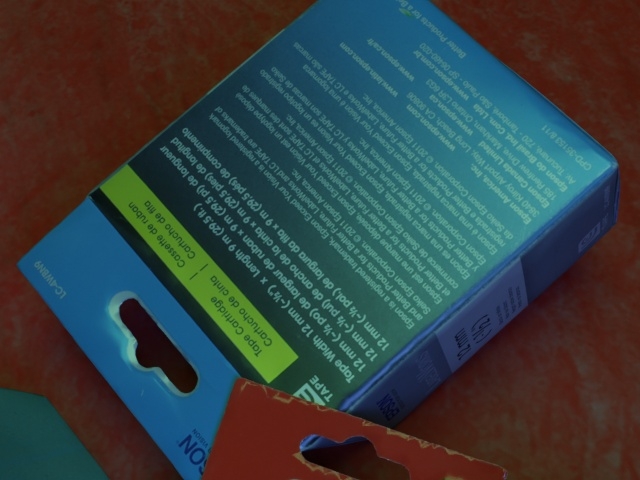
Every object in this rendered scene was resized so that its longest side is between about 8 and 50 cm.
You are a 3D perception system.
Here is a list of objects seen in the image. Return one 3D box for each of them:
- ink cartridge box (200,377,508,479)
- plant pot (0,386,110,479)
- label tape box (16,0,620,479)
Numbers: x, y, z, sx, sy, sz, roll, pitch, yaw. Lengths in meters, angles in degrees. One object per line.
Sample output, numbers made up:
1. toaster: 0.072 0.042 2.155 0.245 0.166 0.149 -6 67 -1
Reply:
1. ink cartridge box: -0.014 0.217 0.713 0.189 0.066 0.232 17 87 16
2. plant pot: -0.244 0.185 0.709 0.234 0.166 0.166 -11 45 -45
3. label tape box: 0.000 0.000 0.866 0.347 0.115 0.249 -42 66 -4
